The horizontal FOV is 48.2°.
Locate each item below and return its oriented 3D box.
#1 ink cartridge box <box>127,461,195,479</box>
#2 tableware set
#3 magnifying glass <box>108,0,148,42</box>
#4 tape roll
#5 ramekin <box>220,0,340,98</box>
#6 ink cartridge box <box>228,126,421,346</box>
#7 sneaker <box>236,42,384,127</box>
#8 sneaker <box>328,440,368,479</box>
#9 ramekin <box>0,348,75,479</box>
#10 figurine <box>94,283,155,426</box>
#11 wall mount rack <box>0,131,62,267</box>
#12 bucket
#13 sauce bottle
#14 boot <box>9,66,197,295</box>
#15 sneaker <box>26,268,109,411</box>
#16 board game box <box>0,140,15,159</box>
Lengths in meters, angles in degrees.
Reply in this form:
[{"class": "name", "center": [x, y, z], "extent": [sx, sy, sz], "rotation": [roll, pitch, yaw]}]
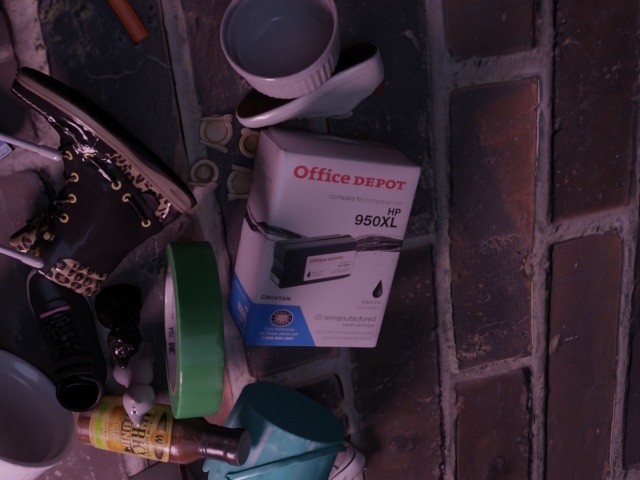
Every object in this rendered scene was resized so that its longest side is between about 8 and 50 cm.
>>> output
[{"class": "ink cartridge box", "center": [-0.324, 0.591, 1.567], "extent": [0.128, 0.127, 0.176], "rotation": [-28, 117, -6]}, {"class": "tableware set", "center": [-0.175, -0.159, 1.382], "extent": [0.141, 0.020, 0.168], "rotation": [10, 108, -20]}, {"class": "magnifying glass", "center": [-0.368, -0.444, 1.210], "extent": [0.092, 0.026, 0.231], "rotation": [-33, 115, -3]}, {"class": "tape roll", "center": [-0.239, 0.162, 1.318], "extent": [0.077, 0.321, 0.321], "rotation": [-1, 111, -17]}, {"class": "ramekin", "center": [-0.061, -0.347, 1.249], "extent": [0.207, 0.207, 0.109], "rotation": [-37, 160, -1]}, {"class": "ink cartridge box", "center": [0.000, 0.000, 1.409], "extent": [0.286, 0.166, 0.394], "rotation": [4, 111, -21]}, {"class": "sneaker", "center": [-0.010, -0.258, 1.350], "extent": [0.290, 0.105, 0.123], "rotation": [-22, 136, 2]}, {"class": "sneaker", "center": [0.009, 0.583, 1.697], "extent": [0.235, 0.090, 0.095], "rotation": [-40, 126, 2]}, {"class": "ramekin", "center": [-0.604, 0.339, 1.306], "extent": [0.135, 0.277, 0.277], "rotation": [-44, 117, 11]}, {"class": "figurine", "center": [-0.366, 0.221, 1.363], "extent": [0.092, 0.209, 0.214], "rotation": [-12, 114, -13]}, {"class": "wall mount rack", "center": [-0.595, -0.078, 1.137], "extent": [0.304, 0.130, 0.350], "rotation": [1, 120, -36]}, {"class": "bucket", "center": [-0.089, 0.438, 1.510], "extent": [0.281, 0.281, 0.183], "rotation": [20, 99, -23]}, {"class": "sauce bottle", "center": [-0.307, 0.376, 1.408], "extent": [0.345, 0.111, 0.111], "rotation": [4, 113, 17]}, {"class": "boot", "center": [-0.439, -0.089, 1.259], "extent": [0.284, 0.138, 0.377], "rotation": [-46, 127, 4]}, {"class": "sneaker", "center": [-0.475, 0.194, 1.354], "extent": [0.105, 0.147, 0.295], "rotation": [-18, 114, -8]}, {"class": "board game box", "center": [-0.646, -0.146, 1.209], "extent": [0.201, 0.035, 0.136], "rotation": [-40, 107, -5]}]
